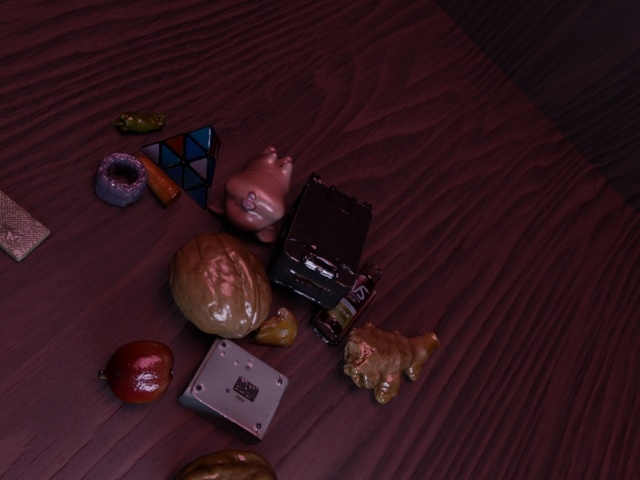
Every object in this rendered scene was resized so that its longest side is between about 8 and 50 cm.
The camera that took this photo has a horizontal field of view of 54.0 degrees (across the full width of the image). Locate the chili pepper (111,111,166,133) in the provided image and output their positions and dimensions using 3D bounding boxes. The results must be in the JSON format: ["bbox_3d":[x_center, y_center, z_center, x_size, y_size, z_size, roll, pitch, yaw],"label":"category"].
[{"bbox_3d":[-0.592,-0.378,1.994,0.204,0.073,0.072,-13,53,-46],"label":"chili pepper"}]

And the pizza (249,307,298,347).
[{"bbox_3d":[-0.140,0.269,1.873,0.161,0.182,0.063,-23,57,4],"label":"pizza"}]

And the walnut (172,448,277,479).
[{"bbox_3d":[-0.234,0.642,1.548,0.282,0.227,0.283,-6,104,-25],"label":"walnut"}]

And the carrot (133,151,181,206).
[{"bbox_3d":[-0.513,-0.199,1.943,0.072,0.072,0.205,-35,82,-38],"label":"carrot"}]

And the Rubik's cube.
[{"bbox_3d":[-0.370,-0.315,2.035,0.284,0.250,0.234,40,33,1],"label":"Rubik's cube"}]

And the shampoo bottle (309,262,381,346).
[{"bbox_3d":[0.097,0.196,2.065,0.129,0.084,0.323,47,51,-3],"label":"shampoo bottle"}]

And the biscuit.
[{"bbox_3d":[-0.846,-0.048,1.688,0.199,0.040,0.121,40,54,-6],"label":"biscuit"}]

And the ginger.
[{"bbox_3d":[0.239,0.385,1.997,0.375,0.166,0.236,6,53,-20],"label":"ginger"}]

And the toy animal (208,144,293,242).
[{"bbox_3d":[-0.196,-0.162,2.008,0.237,0.269,0.326,28,16,-4],"label":"toy animal"}]

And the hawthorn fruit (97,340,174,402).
[{"bbox_3d":[-0.473,0.333,1.619,0.188,0.169,0.169,11,60,-21],"label":"hawthorn fruit"}]

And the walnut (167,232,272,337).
[{"bbox_3d":[-0.279,0.130,1.773,0.252,0.277,0.313,-31,74,1],"label":"walnut"}]

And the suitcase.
[{"bbox_3d":[0.000,0.000,2.024,0.283,0.194,0.434,28,42,-10],"label":"suitcase"}]

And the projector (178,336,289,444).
[{"bbox_3d":[-0.235,0.413,1.742,0.250,0.108,0.198,35,52,-8],"label":"projector"}]

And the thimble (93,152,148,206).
[{"bbox_3d":[-0.594,-0.182,1.868,0.150,0.098,0.150,14,58,-23],"label":"thimble"}]
